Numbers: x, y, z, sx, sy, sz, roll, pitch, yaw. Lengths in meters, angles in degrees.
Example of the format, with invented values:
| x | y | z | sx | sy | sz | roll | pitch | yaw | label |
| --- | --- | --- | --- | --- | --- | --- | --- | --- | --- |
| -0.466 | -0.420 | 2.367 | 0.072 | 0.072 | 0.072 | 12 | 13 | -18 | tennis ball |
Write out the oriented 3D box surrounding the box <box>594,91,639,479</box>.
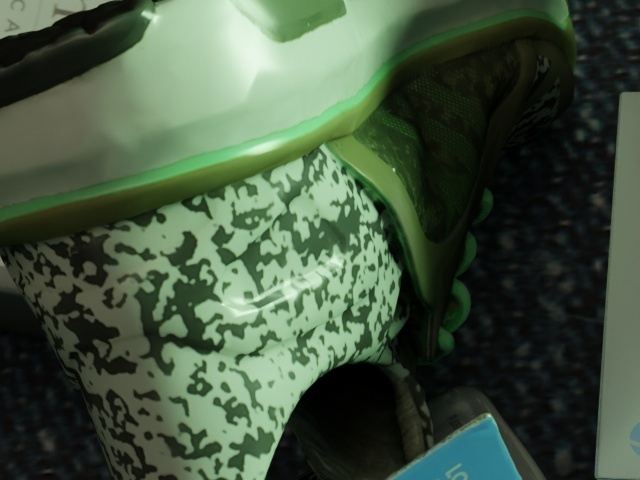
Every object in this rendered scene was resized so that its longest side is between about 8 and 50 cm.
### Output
| x | y | z | sx | sy | sz | roll | pitch | yaw | label |
| --- | --- | --- | --- | --- | --- | --- | --- | --- | --- |
| 0.134 | 0.051 | 0.672 | 0.038 | 0.186 | 0.145 | 2 | 66 | 14 | box |

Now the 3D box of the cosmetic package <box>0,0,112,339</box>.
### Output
| x | y | z | sx | sy | sz | roll | pitch | yaw | label |
| --- | --- | --- | --- | --- | --- | --- | --- | --- | --- |
| -0.291 | -0.110 | 0.788 | 0.453 | 0.161 | 0.230 | 10 | 80 | 3 | cosmetic package |

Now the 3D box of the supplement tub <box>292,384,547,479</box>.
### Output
| x | y | z | sx | sy | sz | roll | pitch | yaw | label |
| --- | --- | --- | --- | --- | --- | --- | --- | --- | --- |
| 0.008 | 0.150 | 0.694 | 0.190 | 0.117 | 0.117 | -31 | 62 | -3 | supplement tub |

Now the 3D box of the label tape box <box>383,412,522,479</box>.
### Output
| x | y | z | sx | sy | sz | roll | pitch | yaw | label |
| --- | --- | --- | --- | --- | --- | --- | --- | --- | --- |
| -0.030 | 0.242 | 0.581 | 0.334 | 0.240 | 0.106 | -31 | 40 | -2 | label tape box |

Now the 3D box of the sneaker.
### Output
| x | y | z | sx | sy | sz | roll | pitch | yaw | label |
| --- | --- | --- | --- | --- | --- | --- | --- | --- | --- |
| 0.000 | 0.000 | 0.658 | 0.158 | 0.410 | 0.182 | -11 | 93 | 27 | sneaker |
